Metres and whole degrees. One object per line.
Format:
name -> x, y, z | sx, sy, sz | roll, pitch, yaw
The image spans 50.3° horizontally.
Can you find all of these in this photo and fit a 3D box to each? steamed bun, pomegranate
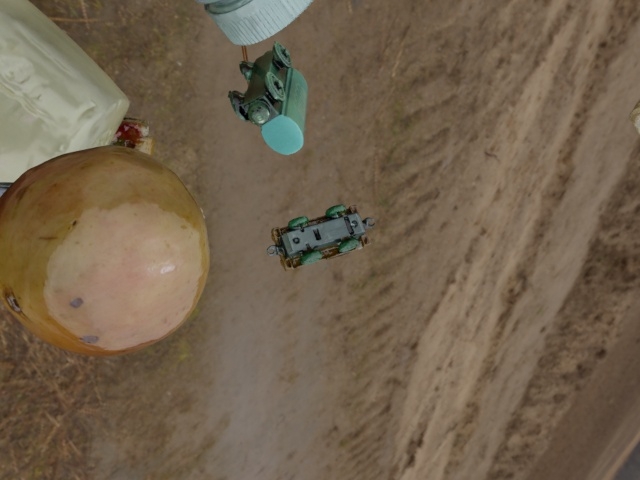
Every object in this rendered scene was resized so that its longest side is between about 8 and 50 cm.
steamed bun -> -0.586, -0.188, 1.218 | 0.456, 0.371, 0.290 | -44, -165, 5
pomegranate -> -0.188, 0.005, 0.591 | 0.191, 0.191, 0.191 | -34, 146, -28

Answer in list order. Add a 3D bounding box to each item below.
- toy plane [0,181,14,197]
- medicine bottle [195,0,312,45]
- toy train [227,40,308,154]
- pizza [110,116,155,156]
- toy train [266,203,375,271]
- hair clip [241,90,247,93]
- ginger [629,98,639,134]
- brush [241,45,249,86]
toy plane -> -0.408, -0.044, 0.914 | 0.212, 0.088, 0.267 | -16, 175, 26
medicine bottle -> -0.140, -0.382, 0.744 | 0.158, 0.158, 0.318 | -49, 130, -5
toy train -> -0.079, -0.257, 1.247 | 0.101, 0.248, 0.159 | -28, 120, 22
pizza -> -0.608, -0.149, 1.538 | 0.440, 0.406, 0.130 | -55, -168, 25
toy train -> 0.000, 0.000, 1.360 | 0.228, 0.091, 0.136 | -18, 166, -14
hair clip -> -0.182, -0.398, 1.930 | 0.049, 0.049, 0.173 | -59, 170, 12
ginger -> 0.470, -0.173, 0.867 | 0.288, 0.089, 0.075 | -13, 129, -46
brush -> -0.151, -0.413, 1.268 | 0.017, 0.090, 0.314 | -6, 134, -1
